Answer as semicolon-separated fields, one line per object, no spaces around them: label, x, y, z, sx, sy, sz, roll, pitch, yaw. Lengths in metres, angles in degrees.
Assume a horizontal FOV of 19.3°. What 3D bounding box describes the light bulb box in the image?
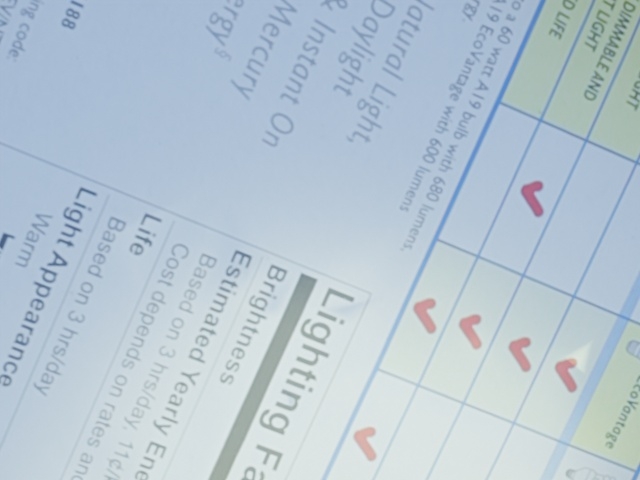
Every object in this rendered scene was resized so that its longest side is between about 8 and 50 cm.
light bulb box;0.000;0.000;0.788;0.361;0.225;0.358;22;99;-14
